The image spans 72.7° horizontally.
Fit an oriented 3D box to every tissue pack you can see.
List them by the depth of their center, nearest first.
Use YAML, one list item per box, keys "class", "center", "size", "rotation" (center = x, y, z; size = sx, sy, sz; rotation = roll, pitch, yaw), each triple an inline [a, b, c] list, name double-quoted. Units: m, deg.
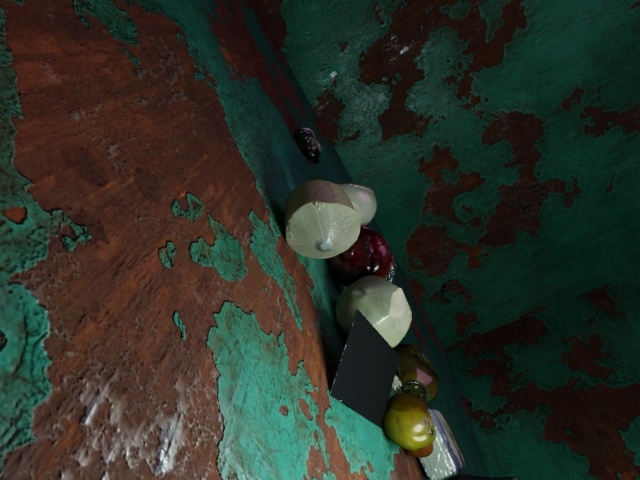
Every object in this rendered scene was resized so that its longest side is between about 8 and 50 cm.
- class: "tissue pack"
  center: [0.454, 0.791, 1.701]
  size: [0.344, 0.126, 0.242]
  rotation: [43, 20, -58]

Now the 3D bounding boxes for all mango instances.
- class: "mango"
  center: [0.286, 0.584, 1.428]
  size: [0.262, 0.167, 0.129]
  rotation: [-39, 126, -83]

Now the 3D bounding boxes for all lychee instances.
- class: "lychee"
  center: [0.323, 0.680, 1.490]
  size: [0.140, 0.101, 0.114]
  rotation: [53, -3, 11]

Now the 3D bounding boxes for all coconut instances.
- class: "coconut"
  center: [-0.001, -0.058, 1.385]
  size: [0.239, 0.239, 0.244]
  rotation: [53, 12, -37]
- class: "coconut"
  center: [0.177, 0.239, 1.474]
  size: [0.244, 0.245, 0.247]
  rotation: [-99, 165, -50]

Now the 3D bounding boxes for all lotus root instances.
- class: "lotus root"
  center: [0.438, 0.611, 1.958]
  size: [0.266, 0.150, 0.260]
  rotation: [62, 13, 5]

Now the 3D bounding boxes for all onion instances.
- class: "onion"
  center: [0.146, 0.069, 1.665]
  size: [0.190, 0.247, 0.246]
  rotation: [29, 37, -55]

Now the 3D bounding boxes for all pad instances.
- class: "pad"
  center: [0.147, 0.393, 1.299]
  size: [0.367, 0.007, 0.247]
  rotation: [50, 52, -45]

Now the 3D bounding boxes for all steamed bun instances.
- class: "steamed bun"
  center: [0.083, -0.118, 1.746]
  size: [0.283, 0.283, 0.177]
  rotation: [29, 61, -67]

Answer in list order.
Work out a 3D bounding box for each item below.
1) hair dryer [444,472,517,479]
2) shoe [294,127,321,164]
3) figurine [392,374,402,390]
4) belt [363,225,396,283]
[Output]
- class: "hair dryer"
  center: [0.473, 0.865, 1.480]
  size: [0.360, 0.304, 0.120]
  rotation: [19, 53, -39]
- class: "shoe"
  center: [-0.057, -0.488, 2.260]
  size: [0.227, 0.099, 0.112]
  rotation: [43, 32, -56]
- class: "figurine"
  center: [0.289, 0.555, 1.730]
  size: [0.083, 0.047, 0.050]
  rotation: [61, -3, 21]
- class: "belt"
  center: [0.213, 0.084, 1.975]
  size: [0.295, 0.207, 0.160]
  rotation: [49, 18, 2]
